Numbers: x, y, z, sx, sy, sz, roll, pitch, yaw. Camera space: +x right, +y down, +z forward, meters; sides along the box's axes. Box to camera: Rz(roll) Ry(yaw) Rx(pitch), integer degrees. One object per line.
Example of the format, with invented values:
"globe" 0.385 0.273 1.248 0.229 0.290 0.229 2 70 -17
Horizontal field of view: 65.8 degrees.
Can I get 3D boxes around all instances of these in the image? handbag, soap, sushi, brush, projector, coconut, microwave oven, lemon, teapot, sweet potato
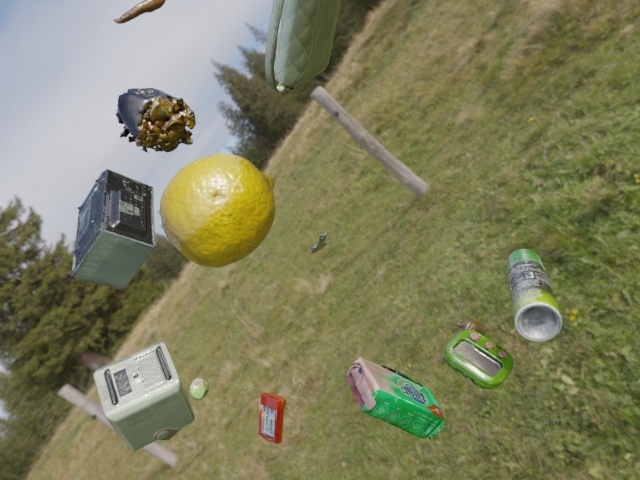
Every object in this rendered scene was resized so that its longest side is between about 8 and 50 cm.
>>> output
"handbag" -0.037 -0.385 0.848 0.219 0.079 0.256 -53 -18 -49
"soap" 0.206 0.445 1.382 0.098 0.273 0.218 -55 23 13
"sushi" -0.557 -0.404 1.685 0.213 0.204 0.200 -36 -38 -48
"brush" 0.000 0.000 1.518 0.062 0.027 0.266 -31 -7 -9
"projector" -0.423 0.389 1.212 0.177 0.163 0.243 -22 -38 -19
"coconut" -0.478 0.584 1.943 0.082 0.083 0.081 -18 -15 -21
"microwave oven" -0.641 -0.040 1.521 0.237 0.181 0.295 -47 40 26
"lemon" -0.211 -0.070 1.048 0.253 0.228 0.228 -50 13 -12
"teapot" 0.416 0.274 1.419 0.110 0.080 0.085 -63 -8 12
"sweet potato" -0.650 -0.841 1.797 0.214 0.050 0.050 -37 9 -16

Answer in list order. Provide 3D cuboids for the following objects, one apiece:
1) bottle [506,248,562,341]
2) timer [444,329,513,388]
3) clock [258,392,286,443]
"bottle" 0.482 0.112 1.138 0.093 0.093 0.330 -46 1 25
"timer" 0.358 0.270 1.124 0.128 0.140 0.047 -28 -40 -41
"clock" -0.167 0.626 1.746 0.113 0.061 0.155 2 86 50
